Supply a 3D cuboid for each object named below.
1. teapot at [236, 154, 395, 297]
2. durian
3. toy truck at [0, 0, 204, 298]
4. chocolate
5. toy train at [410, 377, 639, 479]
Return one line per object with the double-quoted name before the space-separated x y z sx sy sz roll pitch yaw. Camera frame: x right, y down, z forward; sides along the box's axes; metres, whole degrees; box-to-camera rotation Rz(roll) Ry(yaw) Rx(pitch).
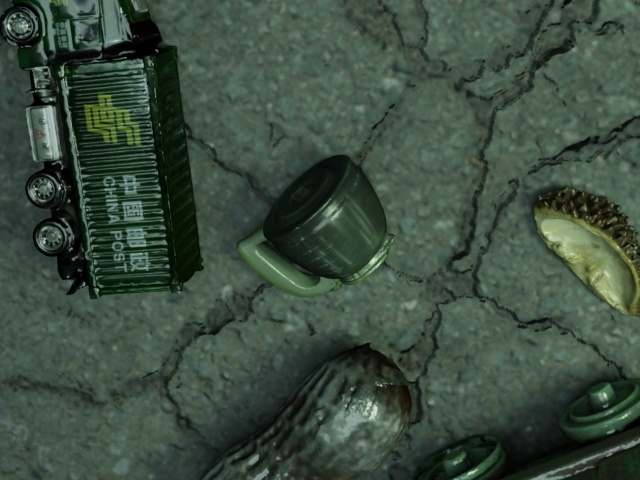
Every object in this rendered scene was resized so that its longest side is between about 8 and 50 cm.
"teapot" 0.005 -0.007 1.062 0.091 0.124 0.092 46 64 -20
"durian" 0.223 0.008 1.039 0.066 0.052 0.130 -42 95 17
"toy truck" -0.175 -0.088 1.055 0.121 0.088 0.259 -4 104 10
"chocolate" -0.019 0.186 1.089 0.248 0.110 0.110 -44 94 11
"toy train" 0.187 0.228 1.008 0.304 0.221 0.150 -25 101 13
